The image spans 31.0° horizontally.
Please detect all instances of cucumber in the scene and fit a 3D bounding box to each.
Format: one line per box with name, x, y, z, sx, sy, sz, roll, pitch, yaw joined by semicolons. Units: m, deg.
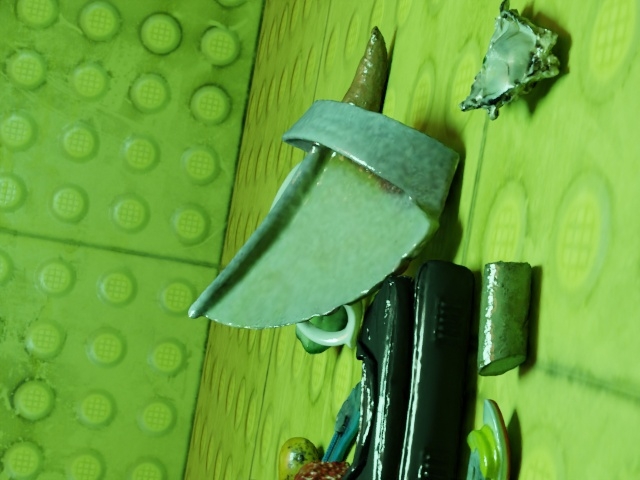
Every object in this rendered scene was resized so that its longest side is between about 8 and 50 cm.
cucumber;0.003;0.088;1.591;0.115;0.062;0.116;-124;38;-76

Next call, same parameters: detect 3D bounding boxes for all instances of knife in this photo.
knife;0.022;0.259;1.443;0.044;0.026;0.297;-107;28;-42

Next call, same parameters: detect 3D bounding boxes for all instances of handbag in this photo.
handbag;0.074;0.170;1.131;0.244;0.088;0.275;121;155;-70

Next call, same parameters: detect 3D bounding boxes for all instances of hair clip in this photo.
hair clip;0.123;0.225;0.954;0.060;0.033;0.188;-110;34;-64

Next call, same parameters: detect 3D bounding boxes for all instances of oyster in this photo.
oyster;0.164;-0.152;1.028;0.108;0.053;0.166;-58;10;13

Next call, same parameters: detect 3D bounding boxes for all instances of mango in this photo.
mango;-0.033;0.319;1.581;0.079;0.057;0.114;-105;23;-48

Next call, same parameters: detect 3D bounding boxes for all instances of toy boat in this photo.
toy boat;0.024;-0.022;1.245;0.276;0.111;0.294;6;69;43

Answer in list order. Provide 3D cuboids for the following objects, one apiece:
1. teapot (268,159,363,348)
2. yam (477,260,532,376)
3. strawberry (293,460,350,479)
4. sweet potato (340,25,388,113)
teapot;0.016;-0.006;1.440;0.204;0.139;0.298;-49;-23;-55
yam;0.150;0.063;0.939;0.043;0.043;0.094;132;144;-69
strawberry;-0.010;0.363;1.310;0.286;0.106;0.188;-98;23;-58
sweet potato;0.042;-0.138;1.586;0.072;0.066;0.314;-124;47;-64
